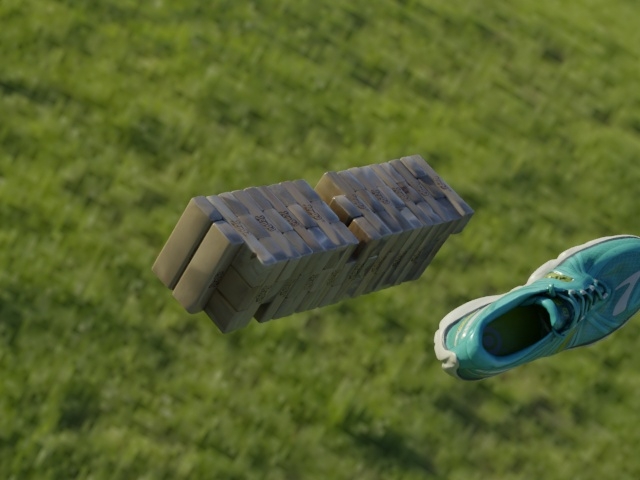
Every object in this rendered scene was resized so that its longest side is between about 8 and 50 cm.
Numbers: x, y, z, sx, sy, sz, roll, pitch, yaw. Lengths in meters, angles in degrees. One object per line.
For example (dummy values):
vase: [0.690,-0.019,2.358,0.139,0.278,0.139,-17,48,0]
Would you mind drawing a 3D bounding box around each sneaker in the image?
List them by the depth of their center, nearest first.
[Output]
sneaker: [0.256,0.078,2.027,0.275,0.110,0.107,-27,91,-18]

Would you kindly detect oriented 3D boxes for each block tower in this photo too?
block tower: [0.000,0.000,1.760,0.335,0.097,0.091,-14,55,-49]
